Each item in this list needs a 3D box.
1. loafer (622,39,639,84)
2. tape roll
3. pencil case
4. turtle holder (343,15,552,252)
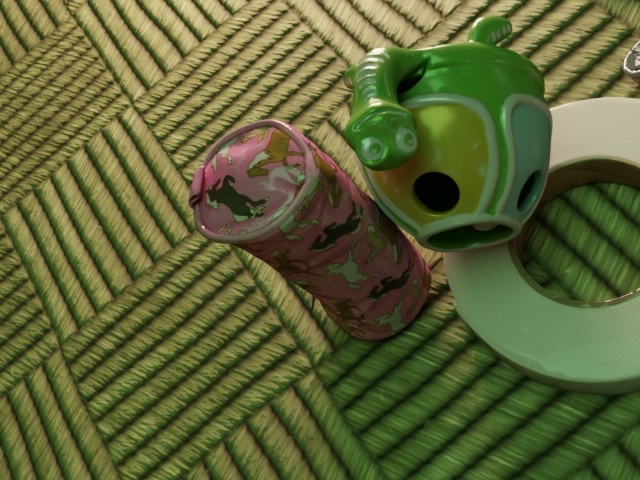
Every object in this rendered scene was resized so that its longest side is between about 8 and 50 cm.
[{"bbox_3d":[0.535,-0.282,1.086,0.267,0.084,0.096,-37,32,25],"label":"loafer"},{"bbox_3d":[0.348,0.000,1.051,0.392,0.072,0.392,-10,63,20],"label":"tape roll"},{"bbox_3d":[0.000,0.000,1.026,0.167,0.386,0.160,-42,55,4],"label":"pencil case"},{"bbox_3d":[0.157,-0.118,0.970,0.243,0.320,0.227,-8,75,5],"label":"turtle holder"}]
